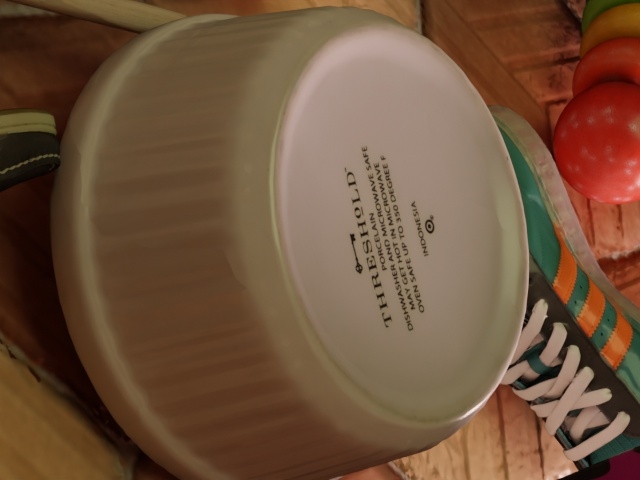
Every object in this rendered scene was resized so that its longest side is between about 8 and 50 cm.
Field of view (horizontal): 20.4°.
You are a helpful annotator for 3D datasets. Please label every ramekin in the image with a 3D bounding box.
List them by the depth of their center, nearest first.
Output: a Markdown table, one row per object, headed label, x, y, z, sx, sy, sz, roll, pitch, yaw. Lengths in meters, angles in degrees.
| label | x | y | z | sx | sy | sz | roll | pitch | yaw |
| --- | --- | --- | --- | --- | --- | --- | --- | --- | --- |
| ramekin | 0.000 | 0.000 | 0.943 | 0.273 | 0.127 | 0.273 | 16 | 69 | -47 |

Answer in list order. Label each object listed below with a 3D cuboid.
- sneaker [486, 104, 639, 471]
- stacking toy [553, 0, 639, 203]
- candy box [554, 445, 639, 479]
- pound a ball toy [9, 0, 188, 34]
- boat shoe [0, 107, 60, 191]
| label | x | y | z | sx | sy | sz | roll | pitch | yaw |
| --- | --- | --- | --- | --- | --- | --- | --- | --- | --- |
| sneaker | 0.133 | 0.055 | 1.122 | 0.121 | 0.108 | 0.302 | -18 | 73 | -50 |
| stacking toy | 0.253 | -0.160 | 1.365 | 0.141 | 0.141 | 0.330 | 42 | 46 | -21 |
| candy box | 0.148 | 0.203 | 0.937 | 0.071 | 0.233 | 0.159 | -4 | 69 | -48 |
| pound a ball toy | -0.118 | -0.210 | 1.014 | 0.319 | 0.136 | 0.208 | 10 | 93 | -48 |
| boat shoe | -0.206 | -0.003 | 0.814 | 0.223 | 0.080 | 0.073 | -23 | 90 | -46 |
